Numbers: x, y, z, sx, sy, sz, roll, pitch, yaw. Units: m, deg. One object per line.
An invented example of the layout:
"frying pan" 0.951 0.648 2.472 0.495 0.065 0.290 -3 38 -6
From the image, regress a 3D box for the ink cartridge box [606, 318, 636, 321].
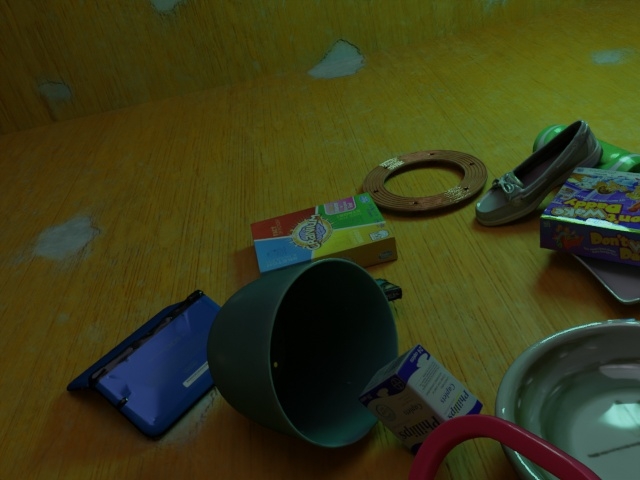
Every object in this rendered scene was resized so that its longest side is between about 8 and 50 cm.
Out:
"ink cartridge box" 0.531 0.173 1.097 0.048 0.028 0.083 -6 32 11

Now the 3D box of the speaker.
"speaker" 0.654 -0.189 1.541 0.131 0.131 0.296 -21 32 -13

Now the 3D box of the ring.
"ring" 0.282 -0.161 1.723 0.337 0.032 0.336 -9 31 5

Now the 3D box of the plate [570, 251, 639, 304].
"plate" 0.653 0.026 1.274 0.278 0.045 0.278 -15 31 -4

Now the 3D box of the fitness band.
"fitness band" 0.238 0.346 0.794 0.291 0.054 0.208 25 87 46

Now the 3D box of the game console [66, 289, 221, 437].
"game console" -0.323 0.251 1.290 0.250 0.173 0.293 37 51 14

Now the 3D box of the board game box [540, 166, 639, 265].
"board game box" 0.652 -0.044 1.268 0.347 0.078 0.233 12 39 35

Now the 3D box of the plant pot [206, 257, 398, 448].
"plant pot" -0.052 0.183 1.068 0.235 0.292 0.293 -7 27 45

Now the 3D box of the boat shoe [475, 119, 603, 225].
"boat shoe" 0.492 -0.153 1.476 0.321 0.103 0.118 -34 32 18

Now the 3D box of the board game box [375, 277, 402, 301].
"board game box" 0.060 0.117 1.301 0.186 0.026 0.126 -13 8 -14

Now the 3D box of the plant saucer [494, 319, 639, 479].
"plant saucer" 0.455 0.276 0.893 0.401 0.100 0.400 -9 31 6

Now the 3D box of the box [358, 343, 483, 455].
"box" 0.150 0.248 0.972 0.137 0.126 0.072 43 51 3

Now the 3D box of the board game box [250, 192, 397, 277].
"board game box" 0.000 0.000 1.536 0.317 0.064 0.242 -15 31 -4
